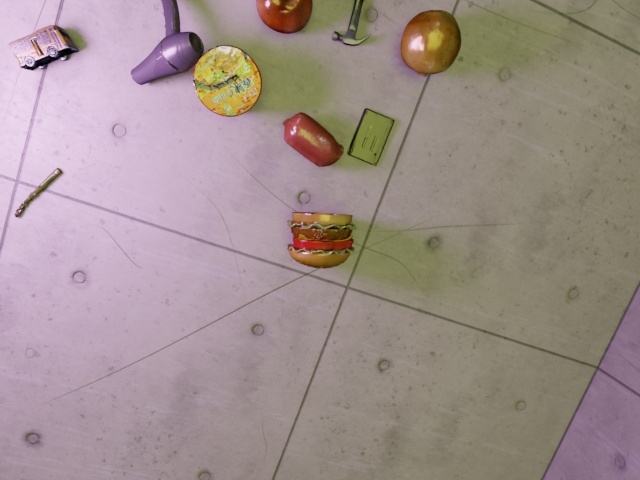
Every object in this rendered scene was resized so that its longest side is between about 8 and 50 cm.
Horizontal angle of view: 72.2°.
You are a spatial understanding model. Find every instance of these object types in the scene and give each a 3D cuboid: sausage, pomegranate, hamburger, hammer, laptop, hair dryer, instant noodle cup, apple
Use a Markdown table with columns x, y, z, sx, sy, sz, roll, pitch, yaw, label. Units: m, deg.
| x | y | z | sx | sy | sz | roll | pitch | yaw | label |
| --- | --- | --- | --- | --- | --- | --- | --- | --- | --- |
| -0.032 | -0.377 | 1.662 | 0.254 | 0.148 | 0.148 | 39 | 95 | -14 | sausage |
| 0.402 | -0.727 | 1.610 | 0.232 | 0.233 | 0.234 | -2 | 102 | -7 | pomegranate |
| 0.000 | 0.000 | 1.682 | 0.273 | 0.274 | 0.213 | 3 | 95 | -8 | hamburger |
| 0.146 | -0.875 | 1.631 | 0.136 | 0.037 | 0.290 | 14 | 100 | -10 | hammer |
| 0.200 | -0.412 | 1.750 | 0.135 | 0.016 | 0.197 | 20 | 99 | -10 | laptop |
| -0.545 | -0.736 | 1.520 | 0.300 | 0.121 | 0.362 | -12 | 81 | 30 | hair dryer |
| -0.323 | -0.554 | 1.561 | 0.229 | 0.182 | 0.231 | -2 | 102 | -7 | instant noodle cup |
| -0.126 | -0.834 | 1.539 | 0.200 | 0.162 | 0.202 | -1 | 101 | -6 | apple |

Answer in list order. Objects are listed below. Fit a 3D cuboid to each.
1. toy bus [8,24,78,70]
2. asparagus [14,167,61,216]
| x | y | z | sx | sy | sz | roll | pitch | yaw | label |
| --- | --- | --- | --- | --- | --- | --- | --- | --- | --- |
| -0.945 | -0.661 | 1.503 | 0.181 | 0.091 | 0.103 | -23 | 105 | -1 | toy bus |
| -1.052 | -0.178 | 1.627 | 0.248 | 0.025 | 0.024 | -44 | 147 | 3 | asparagus |
